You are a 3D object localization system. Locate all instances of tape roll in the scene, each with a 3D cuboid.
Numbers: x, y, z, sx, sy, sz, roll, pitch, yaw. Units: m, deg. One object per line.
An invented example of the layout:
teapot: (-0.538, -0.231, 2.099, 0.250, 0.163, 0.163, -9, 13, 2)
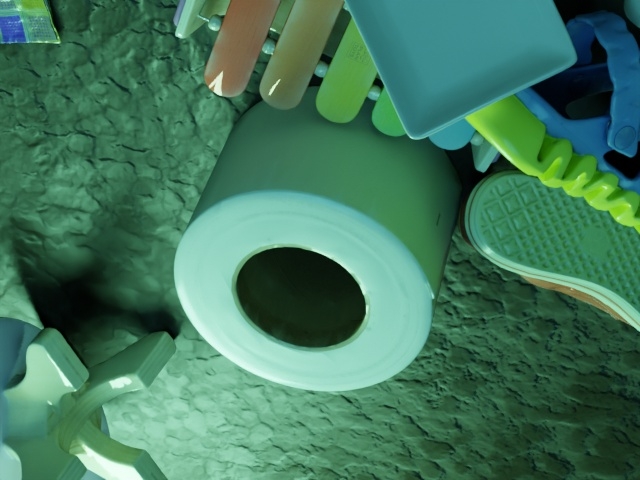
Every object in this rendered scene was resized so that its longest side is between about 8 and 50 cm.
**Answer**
tape roll: (0.000, 0.000, 1.325, 0.246, 0.169, 0.246, 9, 131, 10)

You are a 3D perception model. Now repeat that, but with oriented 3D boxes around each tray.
tray: (0.081, -0.226, 1.095, 0.145, 0.030, 0.270, -25, 82, 9)

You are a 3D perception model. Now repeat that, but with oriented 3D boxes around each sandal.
sandal: (0.267, -0.088, 1.164, 0.317, 0.126, 0.138, 22, 112, -40)

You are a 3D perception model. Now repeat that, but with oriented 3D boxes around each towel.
towel: (-0.291, -0.213, 1.335, 0.083, 0.009, 0.060, 3, 131, 14)

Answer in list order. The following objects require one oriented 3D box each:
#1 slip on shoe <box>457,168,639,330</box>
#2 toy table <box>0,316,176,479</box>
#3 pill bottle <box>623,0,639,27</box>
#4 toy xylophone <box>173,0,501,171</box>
slip on shoe: (0.277, 0.018, 1.314, 0.331, 0.101, 0.123, 20, 88, -14)
toy table: (-0.280, 0.199, 1.551, 0.161, 0.252, 0.274, -3, 141, 40)
pill bottle: (0.286, -0.253, 1.063, 0.112, 0.112, 0.186, 8, 131, 9)
toy xylophone: (0.042, -0.200, 1.201, 0.323, 0.081, 0.236, 17, 132, 1)
